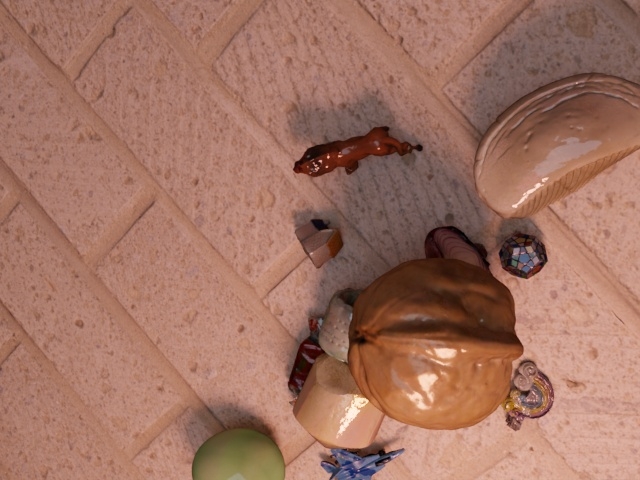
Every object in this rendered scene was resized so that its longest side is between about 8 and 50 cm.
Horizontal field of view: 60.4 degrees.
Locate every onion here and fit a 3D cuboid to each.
[{"bbox_3d":[0.336,0.060,1.355,0.206,0.151,0.098,56,142,11],"label":"onion"}]

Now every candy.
[{"bbox_3d":[-0.034,0.346,1.518,0.086,0.059,0.292,19,103,9],"label":"candy"}]

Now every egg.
[{"bbox_3d":[-0.228,0.639,1.532,0.269,0.220,0.220,-4,97,27],"label":"egg"}]

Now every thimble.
[{"bbox_3d":[0.110,0.223,1.395,0.211,0.185,0.149,19,104,4],"label":"thimble"}]

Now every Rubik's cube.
[{"bbox_3d":[0.482,0.038,1.308,0.093,0.111,0.111,-28,90,43],"label":"Rubik's cube"}]

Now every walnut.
[{"bbox_3d":[0.239,0.212,1.159,0.381,0.381,0.381,2,98,16],"label":"walnut"}]

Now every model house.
[{"bbox_3d":[0.000,0.000,1.454,0.100,0.088,0.101,-33,54,-5],"label":"model house"}]

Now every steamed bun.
[{"bbox_3d":[0.508,-0.223,1.188,0.383,0.247,0.236,-33,77,23],"label":"steamed bun"}]

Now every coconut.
[{"bbox_3d":[0.058,0.420,1.414,0.239,0.239,0.244,26,100,11],"label":"coconut"}]

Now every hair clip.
[{"bbox_3d":[0.521,0.398,1.378,0.116,0.049,0.172,29,97,-3],"label":"hair clip"}]

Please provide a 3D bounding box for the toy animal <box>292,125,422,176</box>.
[{"bbox_3d":[0.083,-0.218,1.354,0.312,0.157,0.097,-15,95,19],"label":"toy animal"}]

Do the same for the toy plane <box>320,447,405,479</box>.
[{"bbox_3d":[0.125,0.613,1.505,0.246,0.078,0.169,-31,89,11],"label":"toy plane"}]
